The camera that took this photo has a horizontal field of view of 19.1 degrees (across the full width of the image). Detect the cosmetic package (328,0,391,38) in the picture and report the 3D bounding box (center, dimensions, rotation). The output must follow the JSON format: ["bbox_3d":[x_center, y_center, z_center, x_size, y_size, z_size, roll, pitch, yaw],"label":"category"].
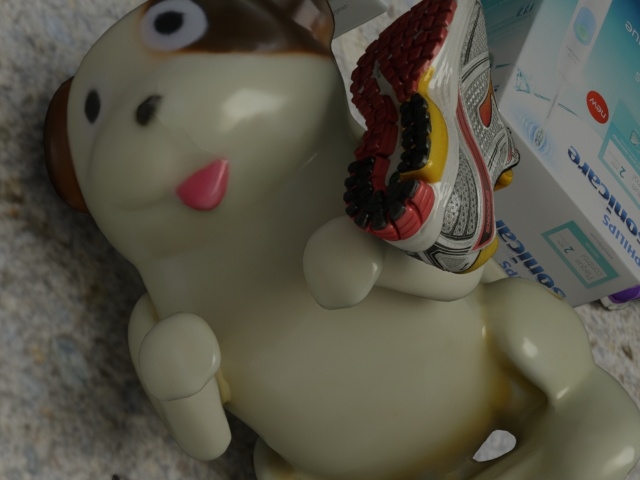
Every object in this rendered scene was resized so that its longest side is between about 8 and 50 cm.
[{"bbox_3d":[-0.042,-0.257,1.480,0.183,0.151,0.151,44,43,-26],"label":"cosmetic package"}]

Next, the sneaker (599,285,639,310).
[{"bbox_3d":[0.313,0.025,1.807,0.170,0.071,0.068,3,69,-47],"label":"sneaker"}]

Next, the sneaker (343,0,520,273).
[{"bbox_3d":[0.072,-0.069,1.173,0.092,0.088,0.225,37,43,-28],"label":"sneaker"}]

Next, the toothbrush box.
[{"bbox_3d":[0.213,-0.110,1.720,0.216,0.126,0.295,49,43,-21],"label":"toothbrush box"}]

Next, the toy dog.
[{"bbox_3d":[0.000,0.000,1.306,0.408,0.284,0.395,51,26,-18],"label":"toy dog"}]
